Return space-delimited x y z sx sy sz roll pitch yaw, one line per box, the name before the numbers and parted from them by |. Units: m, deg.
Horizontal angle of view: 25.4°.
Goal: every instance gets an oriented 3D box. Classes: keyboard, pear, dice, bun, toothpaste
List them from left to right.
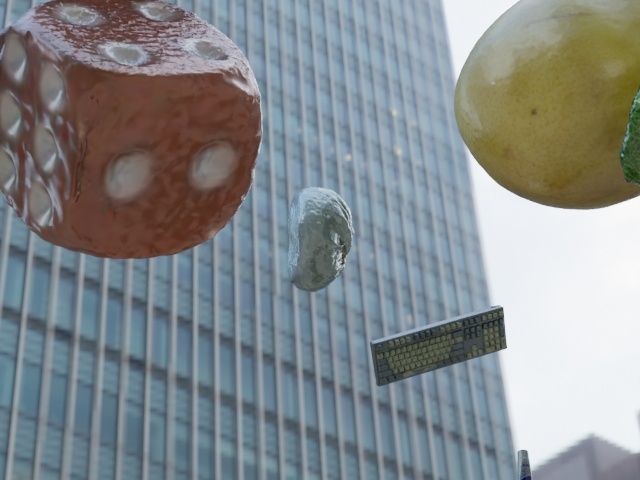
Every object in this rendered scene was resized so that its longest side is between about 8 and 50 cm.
dice | -0.166 -0.096 1.182 0.179 0.174 0.175 -7 -55 -41
bun | 0.000 0.000 1.860 0.083 0.141 0.141 6 -41 -9
keyboard | 0.140 0.122 1.657 0.176 0.014 0.055 -14 -74 -23
toothpaste | 0.255 0.299 1.759 0.024 0.083 0.015 14 -38 -16
pear | 0.331 -0.177 1.762 0.314 0.314 0.314 -2 -40 -2

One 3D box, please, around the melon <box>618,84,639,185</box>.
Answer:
melon | 0.443 -0.150 1.439 0.265 0.169 0.129 -42 -38 -14
